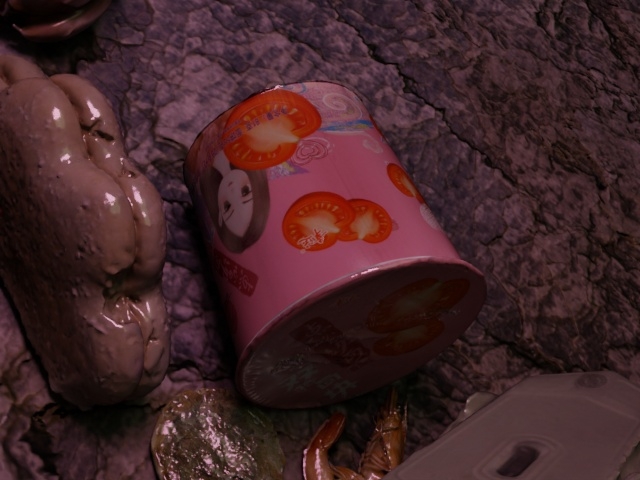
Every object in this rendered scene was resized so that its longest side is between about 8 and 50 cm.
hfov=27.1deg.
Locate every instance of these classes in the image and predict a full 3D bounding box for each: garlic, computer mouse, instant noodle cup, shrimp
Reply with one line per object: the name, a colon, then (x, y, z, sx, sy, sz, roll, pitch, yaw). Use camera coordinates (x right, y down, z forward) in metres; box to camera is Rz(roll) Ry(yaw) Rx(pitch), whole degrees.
garlic: (-0.284, -0.305, 1.292, 0.214, 0.160, 0.191, 44, 40, -5)
computer mouse: (0.173, 0.258, 1.174, 0.429, 0.228, 0.145, -29, 121, -44)
instant noodle cup: (0.000, 0.000, 1.231, 0.243, 0.243, 0.231, -1, 54, -35)
shrimp: (0.033, 0.198, 1.248, 0.095, 0.045, 0.162, 16, 54, 1)

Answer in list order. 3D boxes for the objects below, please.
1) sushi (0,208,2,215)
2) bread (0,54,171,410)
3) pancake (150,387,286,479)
sushi: (-0.389, -0.113, 1.082, 0.182, 0.196, 0.343, 19, 53, -47)
bread: (-0.218, -0.028, 1.129, 0.102, 0.183, 0.337, -17, 68, -38)
pancake: (-0.088, 0.183, 1.176, 0.130, 0.022, 0.116, 18, 48, -23)
